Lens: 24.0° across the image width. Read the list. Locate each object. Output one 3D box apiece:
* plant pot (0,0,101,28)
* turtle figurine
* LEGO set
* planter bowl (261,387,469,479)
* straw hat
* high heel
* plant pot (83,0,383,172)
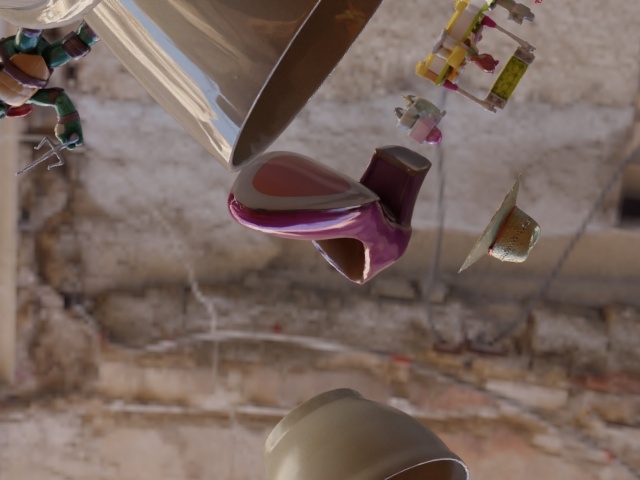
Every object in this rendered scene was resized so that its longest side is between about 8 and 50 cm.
[{"bbox_3d":[-0.288,-0.244,0.699,0.306,0.333,0.334,-14,-151,-32],"label":"plant pot"},{"bbox_3d":[-0.332,-0.183,1.688,0.175,0.234,0.118,13,-141,-46],"label":"turtle figurine"},{"bbox_3d":[0.192,-0.222,1.603,0.107,0.287,0.132,31,-144,-4],"label":"LEGO set"},{"bbox_3d":[0.020,0.187,1.184,0.162,0.162,0.109,-11,-131,-36],"label":"planter bowl"},{"bbox_3d":[0.225,-0.006,1.778,0.061,0.144,0.144,31,-154,4],"label":"straw hat"},{"bbox_3d":[0.000,0.000,1.649,0.127,0.181,0.377,34,-157,27],"label":"high heel"},{"bbox_3d":[-0.095,-0.228,1.037,0.274,0.256,0.256,36,-153,4],"label":"plant pot"}]
